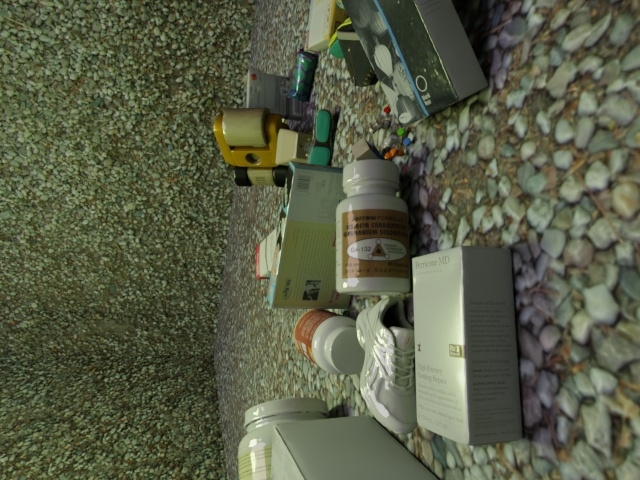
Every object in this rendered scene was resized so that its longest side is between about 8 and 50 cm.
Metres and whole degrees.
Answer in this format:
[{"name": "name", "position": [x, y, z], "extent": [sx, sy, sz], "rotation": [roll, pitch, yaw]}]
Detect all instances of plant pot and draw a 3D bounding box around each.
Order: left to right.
[{"name": "plant pot", "position": [-0.063, -0.279, 1.336], "extent": [0.096, 0.109, 0.109], "rotation": [14, 99, 58]}]

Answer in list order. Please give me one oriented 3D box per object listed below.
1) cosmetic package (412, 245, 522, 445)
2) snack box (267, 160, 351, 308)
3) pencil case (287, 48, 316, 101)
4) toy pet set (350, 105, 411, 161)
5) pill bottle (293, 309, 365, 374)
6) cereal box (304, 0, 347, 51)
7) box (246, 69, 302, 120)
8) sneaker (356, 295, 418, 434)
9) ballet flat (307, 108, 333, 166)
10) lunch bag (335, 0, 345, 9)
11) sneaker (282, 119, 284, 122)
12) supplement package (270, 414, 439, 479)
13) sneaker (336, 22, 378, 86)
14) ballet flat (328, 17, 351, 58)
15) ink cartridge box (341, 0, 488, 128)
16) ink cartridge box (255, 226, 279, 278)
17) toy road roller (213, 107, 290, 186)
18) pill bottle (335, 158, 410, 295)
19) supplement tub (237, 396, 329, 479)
[{"name": "cosmetic package", "position": [0.184, 0.129, 0.576], "extent": [0.117, 0.085, 0.231], "rotation": [153, 118, -67]}, {"name": "snack box", "position": [0.000, 0.000, 0.968], "extent": [0.060, 0.187, 0.322], "rotation": [-125, 43, -61]}, {"name": "pencil case", "position": [-0.059, -0.525, 1.418], "extent": [0.070, 0.064, 0.152], "rotation": [50, 136, 36]}, {"name": "toy pet set", "position": [0.125, -0.180, 0.874], "extent": [0.114, 0.065, 0.122], "rotation": [-35, 48, 21]}, {"name": "pill bottle", "position": [0.026, 0.217, 0.953], "extent": [0.216, 0.121, 0.121], "rotation": [173, 100, -71]}, {"name": "cereal box", "position": [0.018, -0.635, 1.244], "extent": [0.240, 0.047, 0.173], "rotation": [-137, 53, -66]}, {"name": "box", "position": [-0.155, -0.490, 1.503], "extent": [0.038, 0.186, 0.145], "rotation": [150, 121, -67]}, {"name": "sneaker", "position": [0.121, 0.196, 0.741], "extent": [0.115, 0.090, 0.232], "rotation": [122, 146, -47]}, {"name": "ballet flat", "position": [0.005, -0.262, 1.214], "extent": [0.070, 0.070, 0.188], "rotation": [-131, 50, -64]}, {"name": "lunch bag", "position": [0.110, -0.608, 0.873], "extent": [0.224, 0.107, 0.279], "rotation": [-93, 20, -52]}, {"name": "sneaker", "position": [-0.199, -0.532, 1.775], "extent": [0.282, 0.102, 0.161], "rotation": [-165, 76, -70]}, {"name": "supplement package", "position": [0.045, 0.418, 0.736], "extent": [0.262, 0.204, 0.145], "rotation": [-172, 85, -71]}, {"name": "sneaker", "position": [0.125, -0.361, 0.875], "extent": [0.222, 0.083, 0.118], "rotation": [39, 156, 48]}, {"name": "ballet flat", "position": [0.077, -0.487, 1.023], "extent": [0.077, 0.077, 0.231], "rotation": [-68, 19, 2]}, {"name": "ink cartridge box", "position": [0.111, -0.345, 0.659], "extent": [0.333, 0.065, 0.165], "rotation": [63, 163, -8]}, {"name": "ink cartridge box", "position": [-0.060, 0.042, 1.154], "extent": [0.237, 0.171, 0.100], "rotation": [149, 122, -67]}, {"name": "toy road roller", "position": [-0.202, -0.345, 1.506], "extent": [0.330, 0.202, 0.241], "rotation": [77, -161, -54]}, {"name": "pill bottle", "position": [0.092, -0.020, 0.792], "extent": [0.131, 0.131, 0.229], "rotation": [154, 118, -68]}, {"name": "supplement tub", "position": [-0.060, 0.536, 0.970], "extent": [0.235, 0.235, 0.325], "rotation": [118, 149, -50]}]
